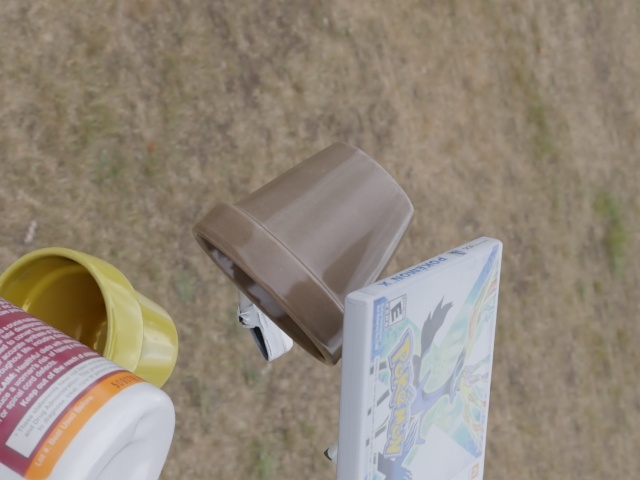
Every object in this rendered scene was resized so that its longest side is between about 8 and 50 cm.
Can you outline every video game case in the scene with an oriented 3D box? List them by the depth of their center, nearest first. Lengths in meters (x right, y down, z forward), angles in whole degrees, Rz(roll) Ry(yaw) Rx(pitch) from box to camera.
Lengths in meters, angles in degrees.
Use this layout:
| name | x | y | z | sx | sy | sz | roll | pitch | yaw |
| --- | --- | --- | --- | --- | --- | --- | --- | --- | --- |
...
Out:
| name | x | y | z | sx | sy | sz | roll | pitch | yaw |
| --- | --- | --- | --- | --- | --- | --- | --- | --- | --- |
| video game case | 0.117 | 0.184 | 1.315 | 0.300 | 0.036 | 0.329 | -19 | 116 | -52 |

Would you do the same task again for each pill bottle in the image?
| name | x | y | z | sx | sy | sz | roll | pitch | yaw |
| --- | --- | --- | --- | --- | --- | --- | --- | --- | --- |
| pill bottle | -0.365 | 0.162 | 1.152 | 0.224 | 0.392 | 0.224 | -54 | 162 | -27 |

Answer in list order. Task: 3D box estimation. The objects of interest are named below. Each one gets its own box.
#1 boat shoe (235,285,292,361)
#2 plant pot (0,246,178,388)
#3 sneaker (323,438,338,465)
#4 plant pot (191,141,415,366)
| name | x | y | z | sx | sy | sz | roll | pitch | yaw |
| --- | --- | --- | --- | --- | --- | --- | --- | --- | --- |
| boat shoe | -0.114 | 0.132 | 1.996 | 0.063 | 0.066 | 0.184 | -38 | 122 | -25 |
| plant pot | -0.349 | 0.155 | 1.738 | 0.239 | 0.254 | 0.254 | 25 | 58 | -61 |
| sneaker | 0.091 | 0.228 | 1.682 | 0.258 | 0.091 | 0.094 | -61 | 174 | -6 |
| plant pot | 0.000 | 0.000 | 1.507 | 0.229 | 0.263 | 0.263 | -45 | 130 | -10 |
